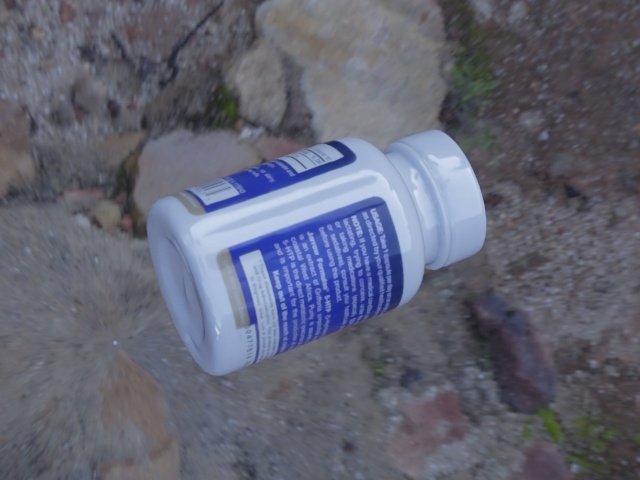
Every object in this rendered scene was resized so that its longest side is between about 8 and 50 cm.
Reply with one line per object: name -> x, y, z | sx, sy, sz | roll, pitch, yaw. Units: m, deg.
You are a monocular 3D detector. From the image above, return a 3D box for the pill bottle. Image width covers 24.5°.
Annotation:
pill bottle -> 0.000, 0.000, 0.893 | 0.186, 0.112, 0.112 | -19, 89, -18
